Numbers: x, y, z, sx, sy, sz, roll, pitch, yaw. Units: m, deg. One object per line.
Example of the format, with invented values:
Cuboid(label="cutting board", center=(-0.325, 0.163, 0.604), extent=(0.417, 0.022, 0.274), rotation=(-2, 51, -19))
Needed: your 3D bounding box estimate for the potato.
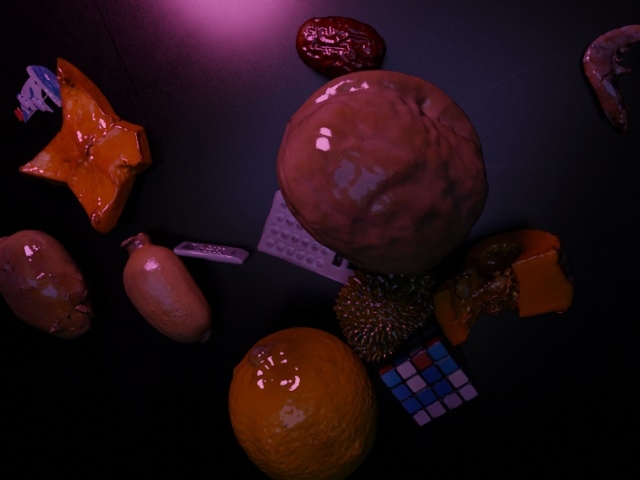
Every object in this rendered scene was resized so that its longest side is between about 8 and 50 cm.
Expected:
Cuboid(label="potato", center=(-0.657, 0.108, 1.048), extent=(0.192, 0.141, 0.296), rotation=(-34, 100, 16))

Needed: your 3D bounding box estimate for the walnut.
Cuboid(label="walnut", center=(0.101, -0.114, 0.787), extent=(0.382, 0.381, 0.380), rotation=(2, 104, 7))

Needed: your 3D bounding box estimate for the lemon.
Cuboid(label="lemon", center=(-0.032, 0.351, 0.947), extent=(0.337, 0.336, 0.335), rotation=(2, 104, 7))

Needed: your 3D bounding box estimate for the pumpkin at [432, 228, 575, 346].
Cuboid(label="pumpkin", center=(0.364, 0.090, 0.846), extent=(0.190, 0.281, 0.139), rotation=(-1, 116, 43))

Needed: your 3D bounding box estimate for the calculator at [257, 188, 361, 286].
Cuboid(label="calculator", center=(0.000, 0.000, 0.999), extent=(0.262, 0.021, 0.161), rotation=(22, 105, 2))

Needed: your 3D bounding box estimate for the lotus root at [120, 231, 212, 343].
Cuboid(label="lotus root", center=(-0.356, 0.119, 1.015), extent=(0.146, 0.131, 0.303), rotation=(-32, 97, 12))

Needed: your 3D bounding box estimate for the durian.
Cuboid(label="durian", center=(0.139, 0.126, 0.911), extent=(0.237, 0.200, 0.176), rotation=(-29, 123, 7))

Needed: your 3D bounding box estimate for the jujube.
Cuboid(label="jujube", center=(0.038, -0.373, 0.861), extent=(0.176, 0.109, 0.112), rotation=(21, 71, 4))

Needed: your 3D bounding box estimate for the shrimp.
Cuboid(label="shrimp", center=(0.601, -0.315, 0.845), extent=(0.148, 0.035, 0.195), rotation=(-26, 98, 10))

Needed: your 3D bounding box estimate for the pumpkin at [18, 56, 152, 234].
Cuboid(label="pumpkin", center=(-0.510, -0.201, 0.977), extent=(0.258, 0.095, 0.290), rotation=(33, 103, 0))

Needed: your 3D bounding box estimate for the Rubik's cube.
Cuboid(label="Rubik's cube", center=(0.229, 0.275, 0.968), extent=(0.154, 0.155, 0.151), rotation=(-34, 99, 14))

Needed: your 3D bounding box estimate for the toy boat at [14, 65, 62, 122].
Cuboid(label="toy boat", center=(-0.645, -0.337, 1.001), extent=(0.150, 0.034, 0.105), rotation=(-12, 105, 22))

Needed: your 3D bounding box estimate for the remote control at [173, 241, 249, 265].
Cuboid(label="remote control", center=(-0.250, 0.031, 1.018), extent=(0.162, 0.061, 0.029), rotation=(7, 106, 6))
